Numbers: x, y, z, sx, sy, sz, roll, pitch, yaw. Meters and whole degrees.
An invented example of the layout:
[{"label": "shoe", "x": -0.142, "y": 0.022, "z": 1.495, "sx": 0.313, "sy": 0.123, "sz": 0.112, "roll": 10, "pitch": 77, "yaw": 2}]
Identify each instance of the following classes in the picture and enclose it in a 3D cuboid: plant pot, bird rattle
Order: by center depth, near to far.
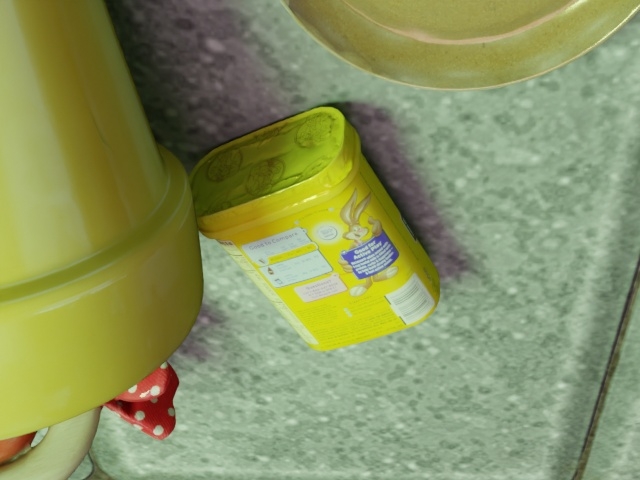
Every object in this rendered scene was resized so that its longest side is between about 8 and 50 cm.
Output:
[{"label": "plant pot", "x": 0.080, "y": -0.185, "z": 0.496, "sx": 0.236, "sy": 0.032, "sz": 0.236, "roll": 2, "pitch": 135, "yaw": 3}, {"label": "plant pot", "x": -0.203, "y": -0.056, "z": 0.514, "sx": 0.253, "sy": 0.254, "sz": 0.239, "roll": 0, "pitch": 119, "yaw": 4}, {"label": "bird rattle", "x": -0.238, "y": 0.113, "z": 0.713, "sx": 0.253, "sy": 0.207, "sz": 0.143, "roll": 30, "pitch": 149, "yaw": -12}]

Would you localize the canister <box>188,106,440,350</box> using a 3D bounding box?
[{"label": "canister", "x": 0.000, "y": 0.000, "z": 0.660, "sx": 0.126, "sy": 0.073, "sz": 0.170, "roll": -18, "pitch": 132, "yaw": 21}]
